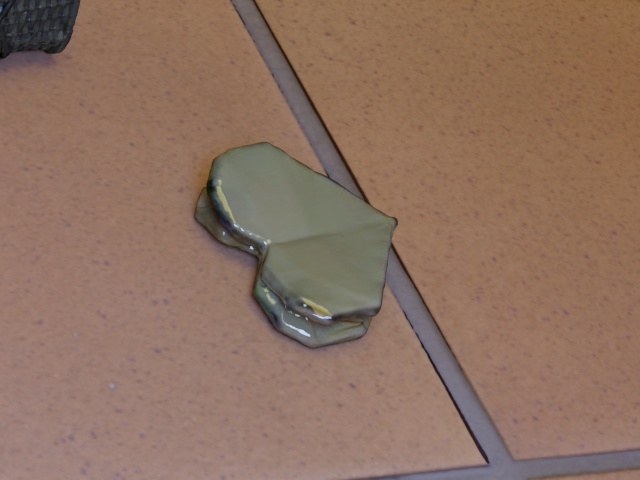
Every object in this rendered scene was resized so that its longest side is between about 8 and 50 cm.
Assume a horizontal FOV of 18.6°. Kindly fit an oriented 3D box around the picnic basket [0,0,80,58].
[{"bbox_3d":[-0.327,-0.236,1.738,0.196,0.134,0.154,-12,48,-38],"label":"picnic basket"}]

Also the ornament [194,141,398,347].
[{"bbox_3d":[0.000,0.000,1.714,0.180,0.059,0.201,-11,54,-38],"label":"ornament"}]
